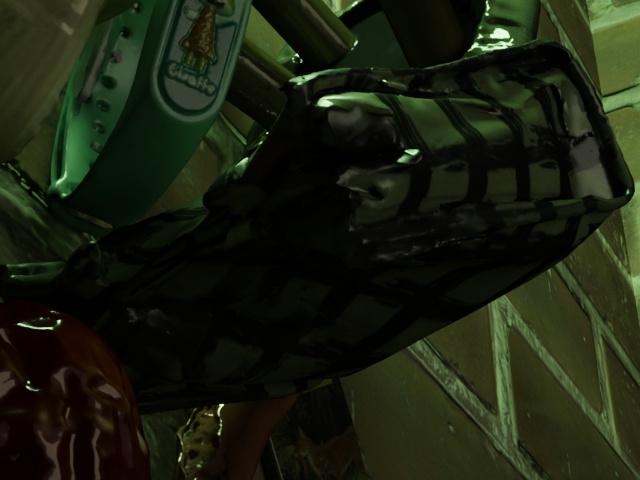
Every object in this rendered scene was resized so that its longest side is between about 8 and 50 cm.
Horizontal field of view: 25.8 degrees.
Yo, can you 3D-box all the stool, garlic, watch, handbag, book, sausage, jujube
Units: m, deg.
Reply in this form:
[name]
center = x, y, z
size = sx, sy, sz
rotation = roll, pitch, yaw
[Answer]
[stool]
center = 0.020, -0.226, 1.276
size = 0.226, 0.310, 0.310
rotation = 55, 27, -27
[garlic]
center = -0.199, -0.199, 0.893
size = 0.185, 0.203, 0.281
rotation = 39, 39, -14
[watch]
center = -0.128, -0.119, 1.001
size = 0.068, 0.195, 0.237
rotation = 23, 67, -28
[handbag]
center = 0.000, 0.000, 0.938
size = 0.327, 0.325, 0.162
rotation = -6, 69, -52
[book]
center = -0.011, 0.183, 1.257
size = 0.160, 0.024, 0.228
rotation = -6, 79, -65
[sausage]
center = -0.057, 0.133, 1.112
size = 0.078, 0.078, 0.304
rotation = 61, 31, -24
[jujube]
center = -0.167, 0.157, 0.746
size = 0.174, 0.174, 0.250
rotation = -15, 98, -67
